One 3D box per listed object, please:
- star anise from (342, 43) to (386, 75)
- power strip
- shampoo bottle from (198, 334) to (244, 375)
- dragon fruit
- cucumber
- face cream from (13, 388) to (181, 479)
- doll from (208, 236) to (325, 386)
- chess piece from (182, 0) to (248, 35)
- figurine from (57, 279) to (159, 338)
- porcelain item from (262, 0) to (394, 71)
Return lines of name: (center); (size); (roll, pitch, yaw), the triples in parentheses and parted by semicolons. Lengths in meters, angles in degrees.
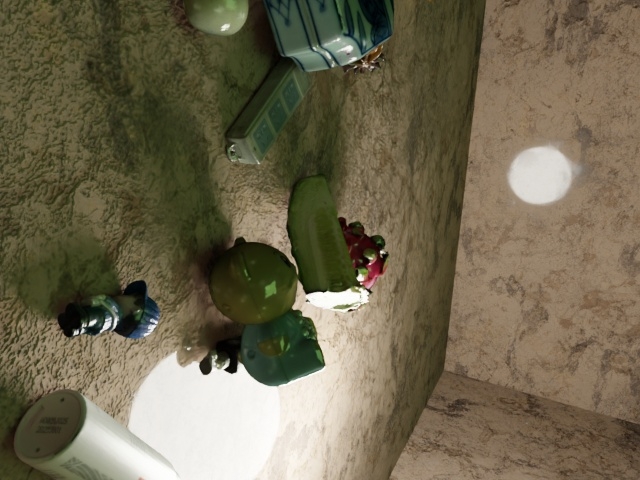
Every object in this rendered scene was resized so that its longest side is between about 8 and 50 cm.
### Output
star anise: (0.125, -0.522, 1.306); (0.219, 0.148, 0.227); (16, 54, -33)
power strip: (-0.094, -0.254, 0.993); (0.272, 0.052, 0.078); (-63, 149, -30)
shampoo bottle: (-0.164, 0.223, 1.033); (0.208, 0.057, 0.063); (-8, 108, -64)
dragon fruit: (0.058, 0.071, 1.312); (0.218, 0.199, 0.272); (-64, 176, -50)
cucumber: (-0.003, 0.001, 1.128); (0.105, 0.145, 0.325); (98, -18, -54)
face cream: (-0.295, 0.338, 0.759); (0.101, 0.102, 0.345); (-61, 148, -33)
doll: (-0.104, 0.124, 0.954); (0.177, 0.162, 0.260); (-111, -178, -75)
chess piece: (-0.149, -0.428, 0.750); (0.133, 0.133, 0.243); (-29, 132, -59)
figurine: (-0.284, 0.108, 0.720); (0.077, 0.079, 0.136); (-43, 171, 23)
porcelain item: (0.020, -0.481, 0.963); (0.286, 0.157, 0.281); (-48, 127, -48)
